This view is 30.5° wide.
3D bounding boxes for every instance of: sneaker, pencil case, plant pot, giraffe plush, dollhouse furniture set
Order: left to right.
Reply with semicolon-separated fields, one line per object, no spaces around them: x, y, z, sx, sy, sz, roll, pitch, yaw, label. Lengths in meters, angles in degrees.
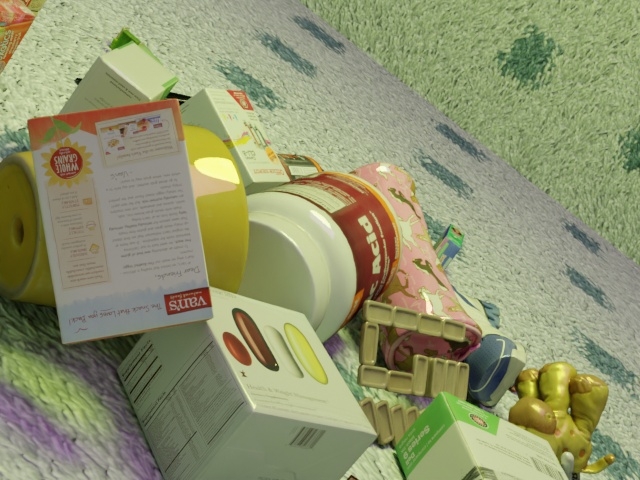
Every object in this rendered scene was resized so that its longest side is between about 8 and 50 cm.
-0.249;-0.013;1.365;0.239;0.254;0.254;-1;40;-37;plant pot
-0.348;-0.373;2.257;0.076;0.058;0.152;42;19;9;dollhouse furniture set
0.130;0.042;1.920;0.167;0.160;0.386;67;2;-51;pencil case
0.222;0.156;1.991;0.182;0.127;0.315;29;13;-13;sneaker
0.344;0.301;1.846;0.170;0.181;0.210;1;75;-45;giraffe plush

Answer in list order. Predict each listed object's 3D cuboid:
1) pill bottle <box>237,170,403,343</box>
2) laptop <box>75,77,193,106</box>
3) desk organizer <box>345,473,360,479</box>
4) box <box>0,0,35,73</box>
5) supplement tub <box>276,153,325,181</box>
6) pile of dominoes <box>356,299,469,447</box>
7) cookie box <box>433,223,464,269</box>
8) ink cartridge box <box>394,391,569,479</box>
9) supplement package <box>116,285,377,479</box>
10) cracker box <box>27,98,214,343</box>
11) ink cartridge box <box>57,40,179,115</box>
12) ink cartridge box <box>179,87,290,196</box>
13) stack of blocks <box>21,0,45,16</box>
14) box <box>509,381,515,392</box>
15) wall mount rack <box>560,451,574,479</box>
-0.035;0.032;1.630;0.224;0.224;0.392;40;19;7;pill bottle
-0.266;-0.185;2.043;0.234;0.137;0.264;-6;73;-63;laptop
0.073;0.340;1.388;0.130;0.047;0.050;35;21;-7;desk organizer
-0.567;-0.365;1.741;0.257;0.128;0.123;44;20;15;box
-0.059;-0.101;2.080;0.106;0.106;0.198;44;19;18;supplement tub
0.123;0.199;1.674;0.040;0.196;0.251;-2;-13;43;pile of dominoes
0.246;0.024;2.359;0.040;0.092;0.107;35;19;-1;cookie box
0.240;0.359;1.526;0.211;0.121;0.289;29;21;-26;ink cartridge box
-0.084;0.180;1.315;0.194;0.149;0.203;19;27;-43;supplement package
-0.206;-0.019;1.213;0.156;0.232;0.067;-9;-3;-10;cracker box
-0.303;-0.154;1.601;0.093;0.212;0.154;40;18;-6;ink cartridge box
-0.159;-0.135;1.876;0.176;0.127;0.128;63;25;9;ink cartridge box
-0.620;-0.478;1.969;0.297;0.087;0.171;42;19;11;stack of blocks
0.319;0.214;2.149;0.094;0.027;0.137;33;20;-11;box
0.446;0.445;1.675;0.304;0.130;0.350;23;23;-43;wall mount rack
